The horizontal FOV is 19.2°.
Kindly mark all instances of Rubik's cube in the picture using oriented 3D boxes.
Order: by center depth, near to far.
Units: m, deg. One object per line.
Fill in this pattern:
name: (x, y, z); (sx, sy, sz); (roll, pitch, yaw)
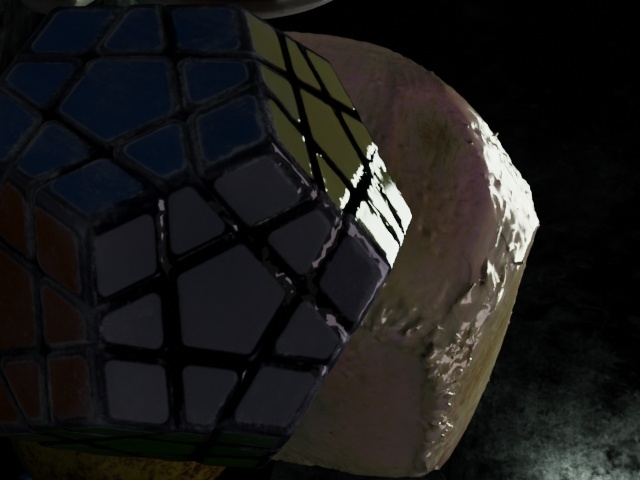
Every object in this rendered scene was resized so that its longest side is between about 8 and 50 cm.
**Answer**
Rubik's cube: (-0.099, 0.001, 1.196); (0.264, 0.319, 0.319); (79, 23, -49)

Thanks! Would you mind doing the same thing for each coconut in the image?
coconut: (0.000, 0.000, 1.691); (0.404, 0.404, 0.405); (13, 90, -83)

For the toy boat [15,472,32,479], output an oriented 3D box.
toy boat: (-0.229, 0.247, 1.584); (0.299, 0.061, 0.096); (23, 80, -83)

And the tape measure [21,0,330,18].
tape measure: (-0.071, -0.250, 1.244); (0.258, 0.265, 0.130); (-81, 180, -46)

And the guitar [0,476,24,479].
guitar: (-0.265, 0.286, 1.421); (0.088, 0.025, 0.233); (-5, 116, -51)

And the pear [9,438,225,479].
pear: (-0.148, 0.118, 1.431); (0.197, 0.197, 0.197); (13, 90, -83)
